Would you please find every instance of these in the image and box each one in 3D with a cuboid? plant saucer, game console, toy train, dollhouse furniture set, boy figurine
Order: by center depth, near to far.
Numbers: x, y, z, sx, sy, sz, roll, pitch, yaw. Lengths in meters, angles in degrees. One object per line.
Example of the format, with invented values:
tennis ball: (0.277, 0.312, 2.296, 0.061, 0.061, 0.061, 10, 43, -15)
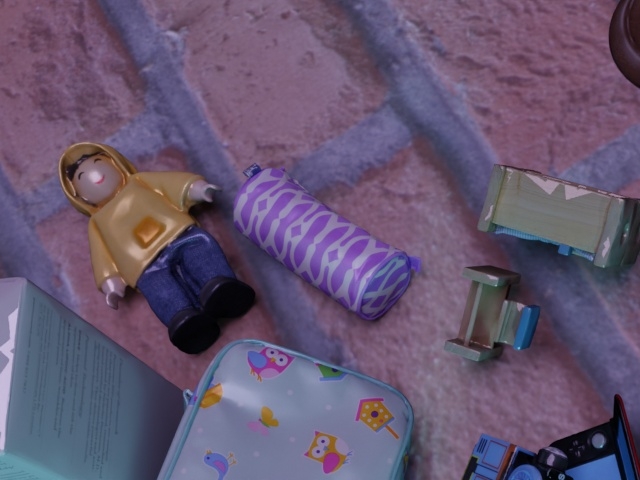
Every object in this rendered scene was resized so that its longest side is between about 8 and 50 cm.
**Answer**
game console: (0.246, 0.225, 1.143, 0.124, 0.085, 0.144, -27, 58, 33)
toy train: (0.164, 0.268, 1.171, 0.105, 0.080, 0.184, 11, 77, 58)
dollhouse furniture set: (0.222, 0.033, 1.255, 0.129, 0.129, 0.183, 18, 98, 25)
plant saucer: (0.383, -0.226, 1.349, 0.168, 0.029, 0.168, -7, 66, 17)
boy figurine: (-0.186, -0.013, 1.427, 0.177, 0.092, 0.285, -43, 62, 4)

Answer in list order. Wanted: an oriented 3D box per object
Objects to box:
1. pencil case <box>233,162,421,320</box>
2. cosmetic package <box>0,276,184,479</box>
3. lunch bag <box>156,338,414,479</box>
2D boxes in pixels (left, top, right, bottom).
pencil case: (0.000, 0.000, 1.360, 0.088, 0.086, 0.206, -35, 57, -30)
cosmetic package: (-0.281, 0.176, 1.208, 0.217, 0.385, 0.156, -5, 68, 15)
lunch bag: (-0.046, 0.236, 1.209, 0.224, 0.108, 0.279, 17, 59, 9)
